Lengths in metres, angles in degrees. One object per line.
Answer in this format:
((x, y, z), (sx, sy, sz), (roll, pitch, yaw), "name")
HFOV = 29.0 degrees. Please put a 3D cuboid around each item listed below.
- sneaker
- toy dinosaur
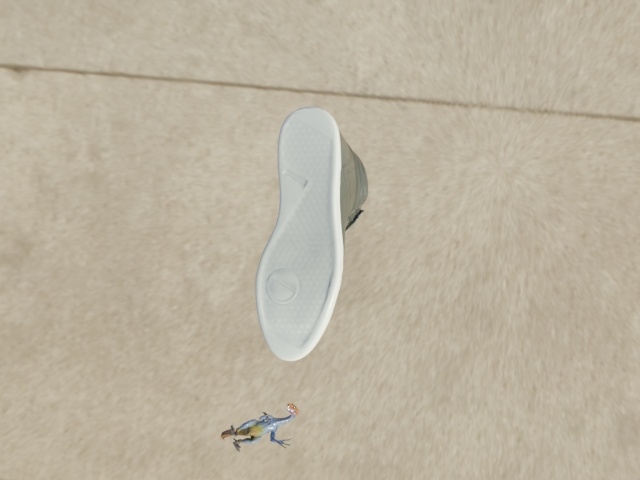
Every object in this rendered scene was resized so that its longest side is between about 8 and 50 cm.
((0.000, 0.000, 1.485), (0.105, 0.147, 0.295), (3, 83, 20), "sneaker")
((-0.070, 0.218, 1.492), (0.082, 0.090, 0.047), (-24, 112, -27), "toy dinosaur")
